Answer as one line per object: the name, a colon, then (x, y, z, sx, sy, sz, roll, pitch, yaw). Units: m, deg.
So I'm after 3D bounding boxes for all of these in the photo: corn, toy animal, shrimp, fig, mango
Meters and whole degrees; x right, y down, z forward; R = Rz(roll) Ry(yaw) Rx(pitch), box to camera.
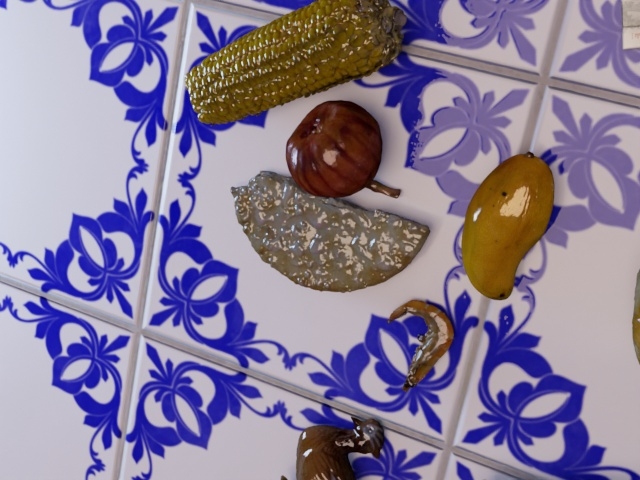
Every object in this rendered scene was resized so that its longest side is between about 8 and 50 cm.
corn: (-0.038, -0.233, 1.219, 0.318, 0.115, 0.115, -17, 94, 26)
toy animal: (0.029, 0.341, 1.327, 0.179, 0.089, 0.188, -27, 84, 11)
shrimp: (0.123, 0.140, 1.269, 0.091, 0.025, 0.127, 26, 106, 17)
fig: (0.032, -0.116, 1.216, 0.128, 0.150, 0.128, 6, 97, 58)
mango: (0.224, -0.020, 1.165, 0.098, 0.075, 0.190, 28, 118, 22)

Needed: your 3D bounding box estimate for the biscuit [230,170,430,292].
biscuit: (0.001, 0.000, 1.286, 0.290, 0.038, 0.141, 18, 109, 21)

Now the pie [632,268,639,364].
pie: (0.452, 0.115, 1.000, 0.315, 0.092, 0.315, 38, 138, 44)

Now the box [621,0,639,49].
box: (0.366, -0.258, 1.077, 0.054, 0.024, 0.083, -1, 101, 23)
